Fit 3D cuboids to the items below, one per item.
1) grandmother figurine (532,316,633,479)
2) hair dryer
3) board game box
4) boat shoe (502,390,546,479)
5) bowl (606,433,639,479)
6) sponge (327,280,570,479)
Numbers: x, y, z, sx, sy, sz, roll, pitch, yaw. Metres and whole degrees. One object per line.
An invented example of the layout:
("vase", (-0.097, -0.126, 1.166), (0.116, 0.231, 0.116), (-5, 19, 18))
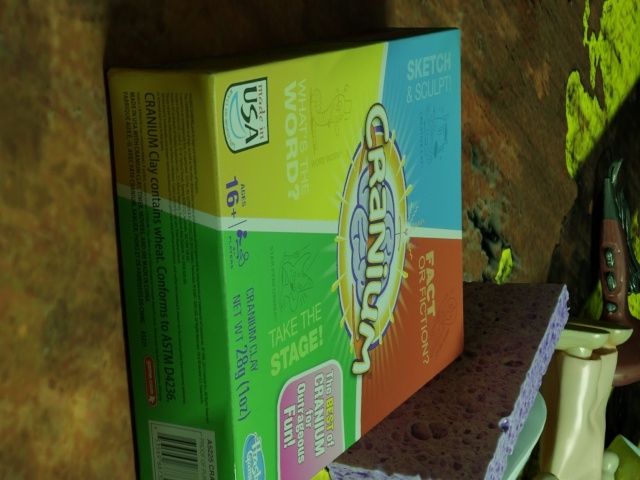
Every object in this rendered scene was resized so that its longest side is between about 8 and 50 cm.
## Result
("grandmother figurine", (0.256, 0.255, 1.231), (0.207, 0.104, 0.343), (2, 96, -47))
("hair dryer", (0.337, 0.065, 1.401), (0.224, 0.080, 0.294), (54, 40, -30))
("board game box", (0.000, 0.000, 0.726), (0.316, 0.064, 0.242), (-26, 117, -59))
("boat shoe", (0.080, 0.207, 0.864), (0.258, 0.095, 0.084), (-40, 154, -30))
("bowl", (0.397, 0.374, 1.352), (0.156, 0.289, 0.289), (-48, 149, 5))
("sponge", (0.099, 0.104, 0.874), (0.210, 0.117, 0.031), (-56, 140, -43))
